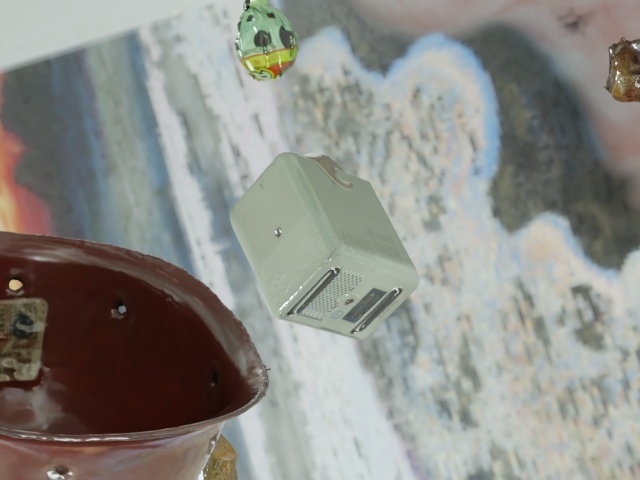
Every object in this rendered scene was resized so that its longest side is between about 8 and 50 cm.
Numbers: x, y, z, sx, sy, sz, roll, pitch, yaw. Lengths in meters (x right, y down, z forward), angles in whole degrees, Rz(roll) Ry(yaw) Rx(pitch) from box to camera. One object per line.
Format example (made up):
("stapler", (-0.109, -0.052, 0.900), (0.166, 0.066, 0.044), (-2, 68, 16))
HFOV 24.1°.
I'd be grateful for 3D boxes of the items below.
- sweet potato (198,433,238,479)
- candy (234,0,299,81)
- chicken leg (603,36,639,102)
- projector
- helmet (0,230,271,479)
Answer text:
("sweet potato", (-0.155, 0.402, 2.177), (0.077, 0.077, 0.244), (-117, 29, -84))
("candy", (-0.088, -0.359, 1.949), (0.091, 0.083, 0.305), (-20, -79, -75))
("chicken leg", (0.427, -0.278, 1.716), (0.113, 0.304, 0.093), (45, -146, 10))
("projector", (0.000, 0.000, 2.071), (0.177, 0.163, 0.242), (19, -147, -44))
("helmet", (-0.233, 0.156, 1.208), (0.385, 0.337, 0.230), (29, 115, 37))
